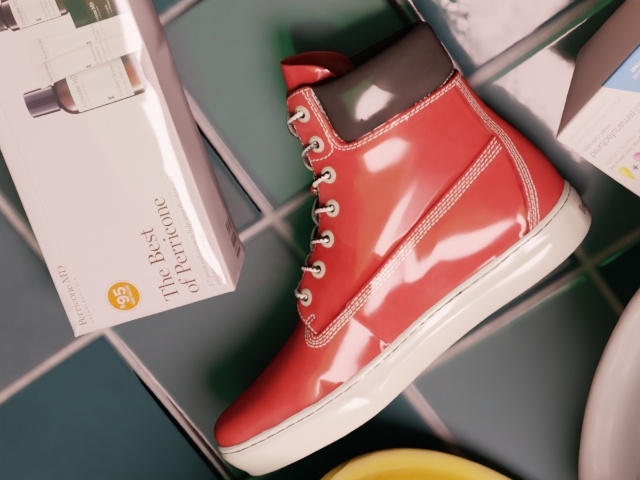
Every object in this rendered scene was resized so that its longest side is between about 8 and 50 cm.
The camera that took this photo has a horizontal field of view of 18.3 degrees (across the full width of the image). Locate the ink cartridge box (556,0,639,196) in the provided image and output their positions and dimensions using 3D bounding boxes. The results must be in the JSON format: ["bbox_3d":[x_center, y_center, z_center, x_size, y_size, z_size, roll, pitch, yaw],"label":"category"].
[{"bbox_3d":[0.210,-0.065,1.025,0.143,0.090,0.092,33,128,-9],"label":"ink cartridge box"}]

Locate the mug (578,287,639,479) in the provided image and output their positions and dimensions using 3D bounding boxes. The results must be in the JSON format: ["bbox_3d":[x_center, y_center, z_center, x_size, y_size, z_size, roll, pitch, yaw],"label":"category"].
[{"bbox_3d":[0.285,0.138,1.008,0.328,0.276,0.374,21,156,-19],"label":"mug"}]

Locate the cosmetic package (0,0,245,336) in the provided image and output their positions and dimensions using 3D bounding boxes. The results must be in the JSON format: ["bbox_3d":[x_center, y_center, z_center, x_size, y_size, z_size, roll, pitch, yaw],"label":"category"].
[{"bbox_3d":[-0.127,-0.074,1.074,0.099,0.060,0.239,-16,109,11],"label":"cosmetic package"}]

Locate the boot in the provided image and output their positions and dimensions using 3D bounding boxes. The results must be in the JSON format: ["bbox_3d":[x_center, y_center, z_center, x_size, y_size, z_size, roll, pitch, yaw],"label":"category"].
[{"bbox_3d":[0.000,0.000,1.083,0.244,0.088,0.176,-41,103,9],"label":"boot"}]

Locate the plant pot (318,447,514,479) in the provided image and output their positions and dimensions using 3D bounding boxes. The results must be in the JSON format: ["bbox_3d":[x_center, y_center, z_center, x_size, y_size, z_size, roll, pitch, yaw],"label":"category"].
[{"bbox_3d":[0.032,0.286,1.116,0.254,0.254,0.239,32,125,-8],"label":"plant pot"}]
